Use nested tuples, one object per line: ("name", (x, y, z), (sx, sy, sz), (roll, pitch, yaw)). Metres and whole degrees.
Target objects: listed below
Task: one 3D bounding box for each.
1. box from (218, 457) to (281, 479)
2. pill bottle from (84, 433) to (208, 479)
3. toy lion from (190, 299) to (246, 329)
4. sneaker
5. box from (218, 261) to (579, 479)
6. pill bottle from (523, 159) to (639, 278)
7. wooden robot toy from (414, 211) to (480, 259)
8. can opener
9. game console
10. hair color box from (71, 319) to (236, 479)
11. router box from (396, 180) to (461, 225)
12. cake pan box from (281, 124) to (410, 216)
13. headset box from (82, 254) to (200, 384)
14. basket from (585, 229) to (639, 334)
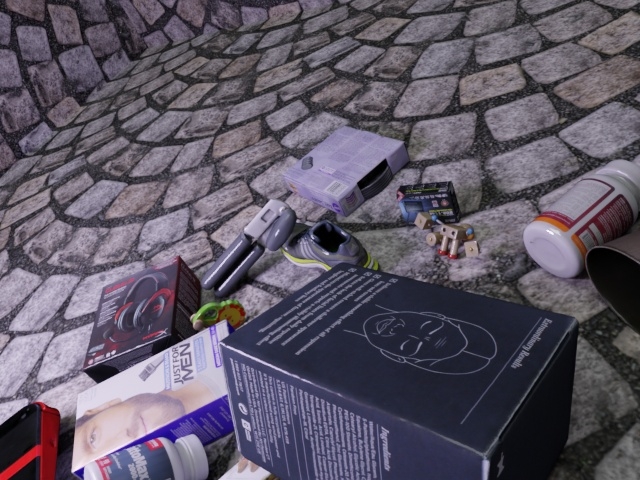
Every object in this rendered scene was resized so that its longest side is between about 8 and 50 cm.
("box", (-0.116, 0.400, 0.897), (0.324, 0.067, 0.063), (-38, 38, -14))
("pill bottle", (-0.286, 0.391, 0.926), (0.180, 0.108, 0.108), (-10, 25, -35))
("toy lion", (-0.215, 0.165, 1.205), (0.096, 0.100, 0.034), (-49, 37, 3))
("sneaker", (0.000, 0.000, 1.242), (0.300, 0.121, 0.111), (19, 56, 44))
("box", (0.108, 0.212, 0.779), (0.395, 0.212, 0.293), (12, 29, 38))
("pill bottle", (0.483, -0.042, 1.001), (0.221, 0.121, 0.121), (-37, 39, -13))
("wooden robot toy", (0.280, -0.009, 1.152), (0.079, 0.076, 0.173), (-8, 24, -37))
("can opener", (-0.162, 0.026, 1.268), (0.283, 0.076, 0.095), (-48, 27, 11))
("game console", (-0.658, 0.516, 1.048), (0.386, 0.060, 0.342), (-39, 34, -3))
("hair color box", (-0.294, 0.314, 1.070), (0.339, 0.110, 0.185), (-28, 38, 1))
("router box", (0.236, -0.079, 1.216), (0.122, 0.092, 0.038), (-3, 44, 29))
("cake pan box", (0.066, -0.192, 1.472), (0.246, 0.070, 0.267), (-44, 40, -17))
("headset box", (-0.400, 0.178, 1.286), (0.218, 0.110, 0.293), (-22, 38, 8))
("basket", (0.569, 0.034, 0.844), (0.227, 0.154, 0.204), (-27, 35, -5))
